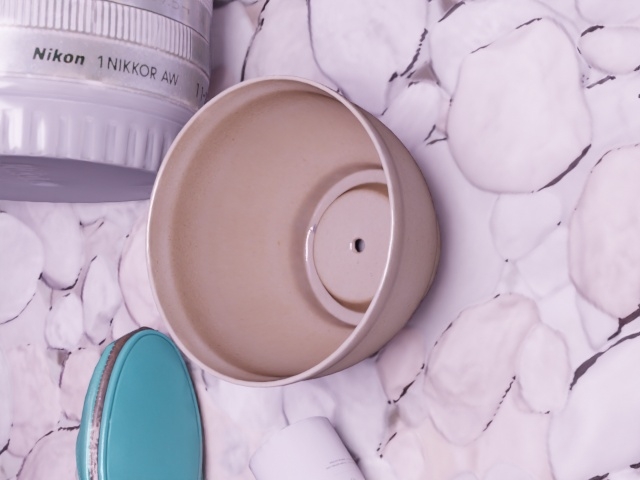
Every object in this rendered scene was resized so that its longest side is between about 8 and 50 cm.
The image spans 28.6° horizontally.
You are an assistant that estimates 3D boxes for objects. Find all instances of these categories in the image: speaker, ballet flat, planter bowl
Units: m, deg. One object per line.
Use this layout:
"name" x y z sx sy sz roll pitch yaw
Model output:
"speaker" 0.015 0.165 0.692 0.055 0.055 0.136 -45 62 22
"ballet flat" -0.115 0.179 0.770 0.087 0.083 0.247 -28 66 44
"planter bowl" 0.000 0.000 0.689 0.162 0.109 0.162 -5 81 35

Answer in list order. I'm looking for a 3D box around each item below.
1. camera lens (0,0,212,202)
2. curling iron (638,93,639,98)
"camera lens" -0.174 -0.171 0.765 0.219 0.219 0.274 -3 83 35
"curling iron" 0.210 0.019 0.583 0.068 0.035 0.274 -20 72 29
